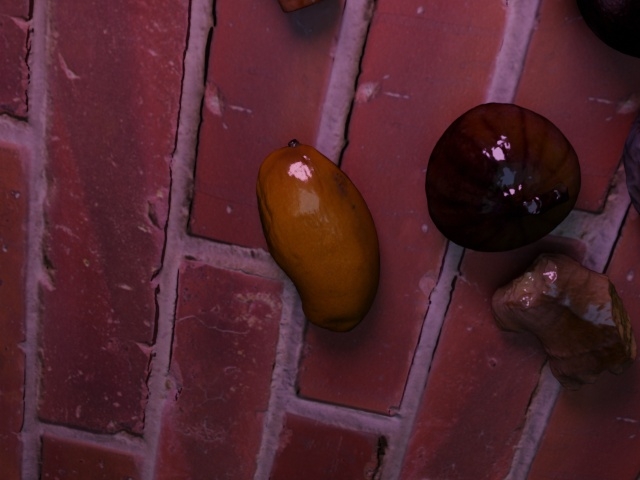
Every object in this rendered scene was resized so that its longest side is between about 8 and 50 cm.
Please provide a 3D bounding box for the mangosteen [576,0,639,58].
[{"bbox_3d":[0.444,-0.381,0.845,0.297,0.314,0.296,-16,117,-35],"label":"mangosteen"}]

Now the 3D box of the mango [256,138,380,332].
[{"bbox_3d":[0.004,0.001,1.101,0.187,0.144,0.359,-14,116,23],"label":"mango"}]

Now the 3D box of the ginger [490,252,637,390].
[{"bbox_3d":[0.413,0.138,1.129,0.222,0.130,0.275,-12,112,21],"label":"ginger"}]

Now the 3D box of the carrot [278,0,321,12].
[{"bbox_3d":[-0.076,-0.477,0.922,0.139,0.138,0.301,-21,119,13],"label":"carrot"}]

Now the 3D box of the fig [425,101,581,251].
[{"bbox_3d":[0.273,-0.092,1.010,0.235,0.214,0.234,16,128,22],"label":"fig"}]

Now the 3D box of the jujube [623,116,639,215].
[{"bbox_3d":[0.593,-0.075,0.983,0.226,0.226,0.316,-25,102,14],"label":"jujube"}]
